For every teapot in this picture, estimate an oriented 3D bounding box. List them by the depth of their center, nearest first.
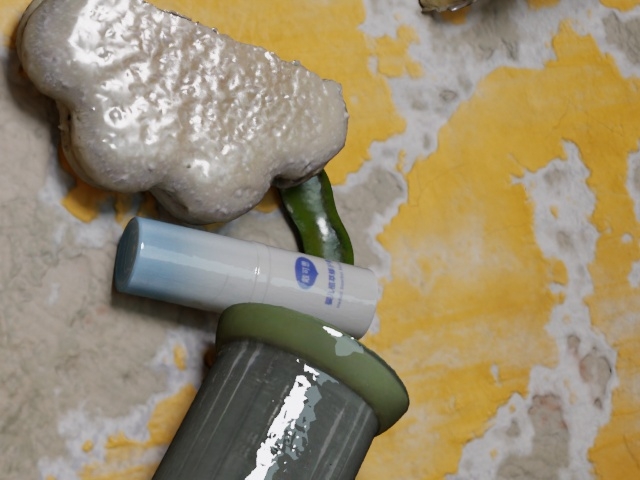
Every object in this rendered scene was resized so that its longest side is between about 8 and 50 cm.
[{"bbox_3d":[-0.058,0.264,1.625,0.270,0.200,0.337,45,60,-33],"label":"teapot"}]

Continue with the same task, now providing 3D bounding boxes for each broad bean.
[{"bbox_3d":[0.001,-0.001,1.804,0.060,0.043,0.298,-17,90,-25],"label":"broad bean"}]

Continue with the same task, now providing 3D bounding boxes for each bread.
[{"bbox_3d":[-0.139,-0.117,1.690,0.337,0.102,0.183,20,80,-21],"label":"bread"}]

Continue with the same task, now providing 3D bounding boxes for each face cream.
[{"bbox_3d":[-0.071,0.038,1.705,0.250,0.077,0.077,12,73,-22],"label":"face cream"}]

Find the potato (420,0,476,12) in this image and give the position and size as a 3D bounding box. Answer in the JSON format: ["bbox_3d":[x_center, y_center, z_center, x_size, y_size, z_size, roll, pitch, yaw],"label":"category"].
[{"bbox_3d":[0.186,-0.413,1.926,0.211,0.189,0.264,-29,96,-34],"label":"potato"}]
